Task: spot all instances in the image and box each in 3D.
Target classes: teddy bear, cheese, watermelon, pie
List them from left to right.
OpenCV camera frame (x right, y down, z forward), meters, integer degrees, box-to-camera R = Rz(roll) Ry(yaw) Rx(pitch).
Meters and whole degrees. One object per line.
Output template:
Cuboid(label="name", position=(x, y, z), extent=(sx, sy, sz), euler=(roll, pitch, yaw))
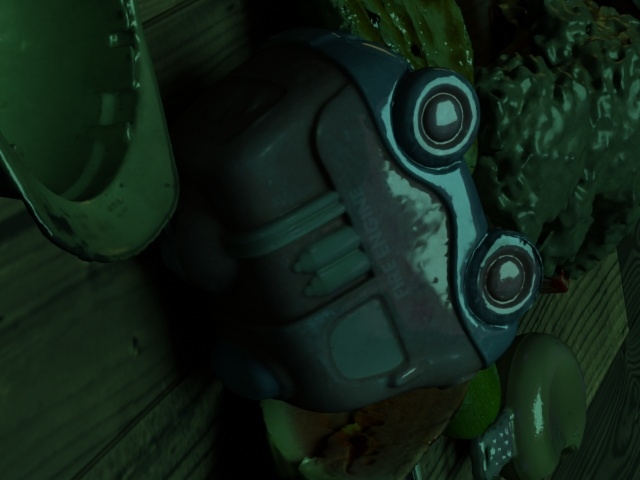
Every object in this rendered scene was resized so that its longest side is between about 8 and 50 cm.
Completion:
Cuboid(label="watermelon", position=(0.012, 0.128, 1.410), extent=(0.128, 0.159, 0.303), euler=(50, 33, -6))
Cuboid(label="pie", position=(0.061, -0.183, 1.531), extent=(0.302, 0.067, 0.302), euler=(46, 27, -32))
Cuboid(label="cheese", position=(0.214, 0.198, 1.920), extent=(0.286, 0.082, 0.163), euler=(-31, 114, -61))
Cuboid(label="teddy bear", position=(0.231, -0.128, 1.915), extent=(0.368, 0.224, 0.357), euler=(-4, 91, -52))

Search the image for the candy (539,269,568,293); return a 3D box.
Cuboid(label="candy", position=(0.276, -0.002, 2.140), extent=(0.062, 0.038, 0.122), euler=(41, 50, -58))

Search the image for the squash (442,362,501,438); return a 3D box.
Cuboid(label="squash", position=(0.075, 0.031, 1.582), extent=(0.101, 0.101, 0.378), euler=(-64, 140, -49))

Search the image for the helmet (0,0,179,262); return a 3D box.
Cuboid(label="helmet", position=(-0.190, -0.103, 0.952), extent=(0.204, 0.137, 0.257), euler=(-17, 95, -66))

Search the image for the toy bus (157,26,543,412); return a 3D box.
Cuboid(label="toy bus", position=(0.000, 0.000, 1.300), extent=(0.232, 0.197, 0.294), euler=(-34, 116, -23))

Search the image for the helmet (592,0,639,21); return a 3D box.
Cuboid(label="helmet", position=(0.431, -0.247, 2.335), extent=(0.338, 0.197, 0.271), euler=(56, 40, -7))

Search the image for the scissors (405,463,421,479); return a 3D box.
Cuboid(label="scissors", position=(0.074, 0.163, 1.666), extent=(0.085, 0.022, 0.176), euler=(-26, 107, -65))
